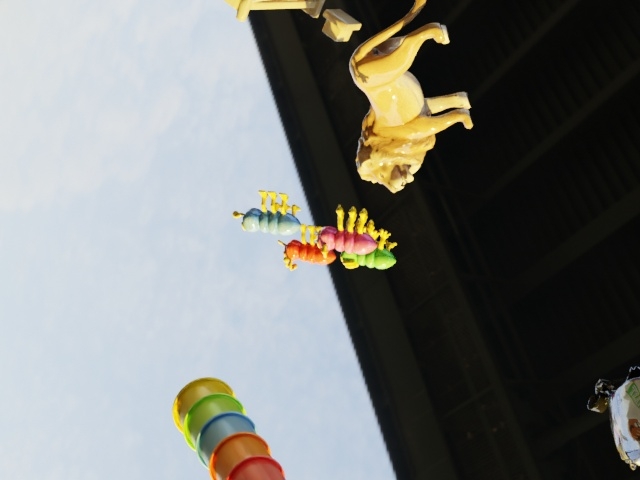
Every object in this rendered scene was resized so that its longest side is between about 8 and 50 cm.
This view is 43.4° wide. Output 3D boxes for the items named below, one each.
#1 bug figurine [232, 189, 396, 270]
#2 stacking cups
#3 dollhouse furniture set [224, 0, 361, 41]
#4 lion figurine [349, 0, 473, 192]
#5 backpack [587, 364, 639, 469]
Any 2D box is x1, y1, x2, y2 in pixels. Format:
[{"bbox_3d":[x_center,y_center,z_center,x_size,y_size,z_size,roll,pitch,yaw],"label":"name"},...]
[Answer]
[{"bbox_3d":[0.000,0.000,1.246,0.216,0.279,0.072,7,-102,19],"label":"bug figurine"},{"bbox_3d":[-0.117,0.269,1.014,0.316,0.096,0.096,-150,-107,-68],"label":"stacking cups"},{"bbox_3d":[-0.127,-0.445,1.165,0.356,0.303,0.173,39,-56,19],"label":"dollhouse furniture set"},{"bbox_3d":[0.138,-0.267,1.472,0.240,0.392,0.142,-13,-137,15],"label":"lion figurine"},{"bbox_3d":[0.493,0.233,1.018,0.277,0.263,0.213,-16,-117,15],"label":"backpack"}]
